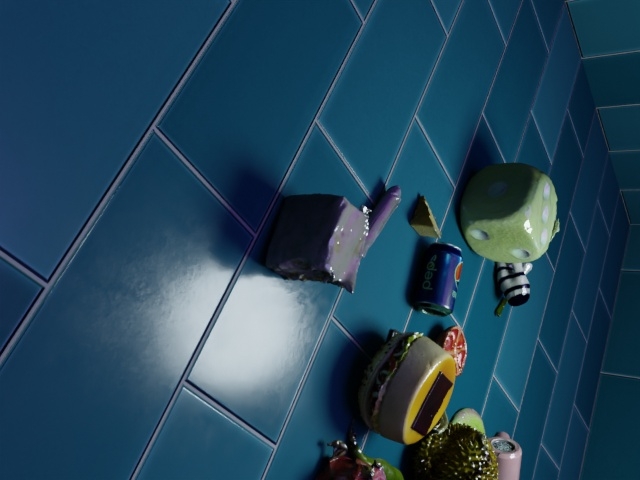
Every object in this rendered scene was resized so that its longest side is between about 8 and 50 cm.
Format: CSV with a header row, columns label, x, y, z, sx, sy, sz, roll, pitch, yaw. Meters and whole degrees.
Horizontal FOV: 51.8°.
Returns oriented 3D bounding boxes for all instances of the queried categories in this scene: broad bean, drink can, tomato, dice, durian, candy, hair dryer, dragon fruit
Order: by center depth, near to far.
label,x,y,z,sx,sy,sz,roll,pitch,yaw
candy,0.000,0.000,1.413,0.137,0.184,0.195,42,59,-50
dragon fruit,0.081,0.622,1.565,0.211,0.147,0.282,-15,108,-43
broad bean,0.152,0.594,1.743,0.098,0.056,0.318,-56,130,-34
durian,0.383,0.678,1.906,0.293,0.258,0.258,-48,128,-33
drink can,0.345,0.113,1.923,0.118,0.118,0.205,33,65,-48
tomato,0.390,0.336,2.029,0.155,0.069,0.156,3,86,-51
dice,0.618,-0.089,2.159,0.250,0.254,0.252,48,57,-39
hair dryer,0.627,0.744,2.294,0.352,0.125,0.210,-40,134,-69

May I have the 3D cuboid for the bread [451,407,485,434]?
label,x,y,z,sx,sy,sz,roll,pitch,yaw
bread,0.479,0.700,2.185,0.301,0.045,0.302,-2,92,-52

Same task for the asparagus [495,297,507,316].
label,x,y,z,sx,sy,sz,roll,pitch,yaw
asparagus,0.667,0.245,2.426,0.108,0.021,0.025,-45,130,-42

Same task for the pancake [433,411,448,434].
label,x,y,z,sx,sy,sz,roll,pitch,yaw
pancake,0.317,0.499,1.922,0.129,0.023,0.116,34,38,0

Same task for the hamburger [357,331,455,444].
label,x,y,z,sx,sy,sz,roll,pitch,yaw
hamburger,0.221,0.376,1.708,0.300,0.176,0.300,-30,130,-43

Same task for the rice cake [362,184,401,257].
label,x,y,z,sx,sy,sz,roll,pitch,yaw
rice cake,0.141,-0.047,1.698,0.270,0.055,0.049,-53,126,-34

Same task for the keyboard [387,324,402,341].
label,x,y,z,sx,sy,sz,roll,pitch,yaw
keyboard,0.236,0.322,1.862,0.381,0.041,0.104,46,56,-51

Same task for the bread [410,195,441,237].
label,x,y,z,sx,sy,sz,roll,pitch,yaw
bread,0.321,-0.067,1.912,0.084,0.080,0.109,48,57,-45

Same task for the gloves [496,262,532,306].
label,x,y,z,sx,sy,sz,roll,pitch,yaw
gloves,0.693,0.117,2.392,0.140,0.131,0.219,24,42,-49
